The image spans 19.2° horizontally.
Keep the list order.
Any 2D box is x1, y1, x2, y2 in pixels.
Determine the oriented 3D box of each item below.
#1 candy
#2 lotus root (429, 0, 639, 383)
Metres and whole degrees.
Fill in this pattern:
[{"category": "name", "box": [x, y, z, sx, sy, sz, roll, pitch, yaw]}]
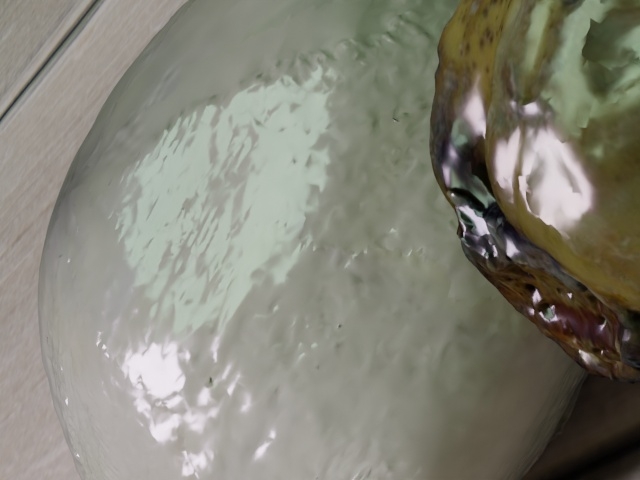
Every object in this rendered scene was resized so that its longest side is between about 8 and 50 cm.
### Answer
[{"category": "candy", "box": [0.000, 0.000, 0.693, 0.295, 0.185, 0.295, -160, 90, -73]}, {"category": "lotus root", "box": [0.131, -0.092, 0.517, 0.278, 0.154, 0.154, -65, 22, -7]}]
